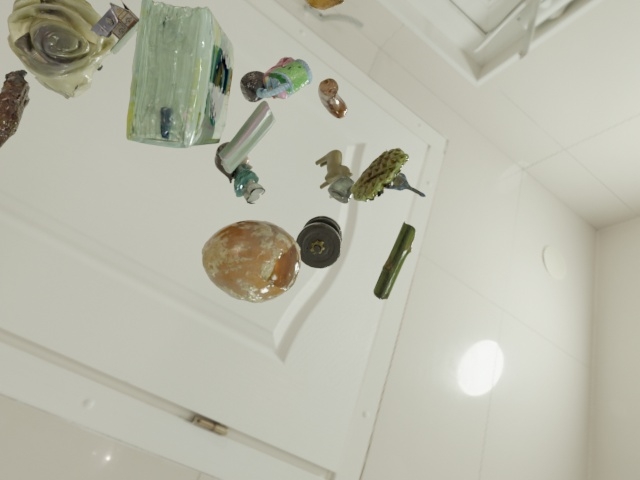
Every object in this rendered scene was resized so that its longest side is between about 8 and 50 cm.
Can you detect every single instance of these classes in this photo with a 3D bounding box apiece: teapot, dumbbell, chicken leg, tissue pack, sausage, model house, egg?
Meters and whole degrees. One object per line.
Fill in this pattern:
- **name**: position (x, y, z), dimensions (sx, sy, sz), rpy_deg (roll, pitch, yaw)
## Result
- **teapot**: position (0.102, -0.226, 2.052), dimensions (0.108, 0.111, 0.149), rpy_deg (-55, 167, -15)
- **dumbbell**: position (0.000, 0.000, 1.916), dimensions (0.185, 0.185, 0.388), rpy_deg (-54, -177, 11)
- **chicken leg**: position (-0.778, -0.335, 1.157), dimensions (0.105, 0.063, 0.233), rpy_deg (129, -37, -51)
- **tissue pack**: position (-0.314, -0.369, 1.088), dimensions (0.388, 0.162, 0.287), rpy_deg (-104, -154, -76)
- **sausage**: position (0.045, -0.571, 1.851), dimensions (0.076, 0.103, 0.302), rpy_deg (-53, 170, 4)
- **model house**: position (-0.611, -0.660, 1.399), dimensions (0.167, 0.088, 0.117), rpy_deg (-46, -157, 4)
- **egg**: position (-0.155, 0.046, 1.049), dimensions (0.195, 0.233, 0.194), rpy_deg (-23, -121, 45)

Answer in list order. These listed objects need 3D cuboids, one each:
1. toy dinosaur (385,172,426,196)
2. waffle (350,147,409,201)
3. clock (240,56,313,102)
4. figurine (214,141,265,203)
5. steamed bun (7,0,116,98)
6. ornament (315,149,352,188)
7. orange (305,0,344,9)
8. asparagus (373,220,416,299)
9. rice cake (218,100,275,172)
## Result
- **toy dinosaur**: position (0.364, -0.245, 1.958), dimensions (0.247, 0.188, 0.075), rpy_deg (-50, 155, -65)
- **waffle**: position (0.182, -0.207, 1.451), dimensions (0.214, 0.054, 0.208), rpy_deg (-49, -158, 5)
- **clock**: position (-0.146, -0.503, 1.459), dimensions (0.196, 0.100, 0.194), rpy_deg (-32, -145, -15)
- **figurine**: position (-0.289, -0.234, 1.606), dimensions (0.245, 0.110, 0.138), rpy_deg (56, -49, 23)
- **steamed bun**: position (-0.929, -0.711, 1.646), dimensions (0.237, 0.347, 0.393), rpy_deg (-122, -155, -69)
- **ornament**: position (0.069, -0.346, 2.278), dimensions (0.245, 0.061, 0.230), rpy_deg (-25, -126, 44)
- **orange**: position (0.016, -0.620, 1.071), dimensions (0.156, 0.157, 0.134), rpy_deg (-52, -137, 17)
- **asparagus**: position (0.254, 0.071, 1.564), dimensions (0.060, 0.067, 0.277), rpy_deg (-103, -144, -78)
- **rice cake**: position (-0.210, -0.295, 1.314), dimensions (0.221, 0.042, 0.080), rpy_deg (-53, 159, -13)
